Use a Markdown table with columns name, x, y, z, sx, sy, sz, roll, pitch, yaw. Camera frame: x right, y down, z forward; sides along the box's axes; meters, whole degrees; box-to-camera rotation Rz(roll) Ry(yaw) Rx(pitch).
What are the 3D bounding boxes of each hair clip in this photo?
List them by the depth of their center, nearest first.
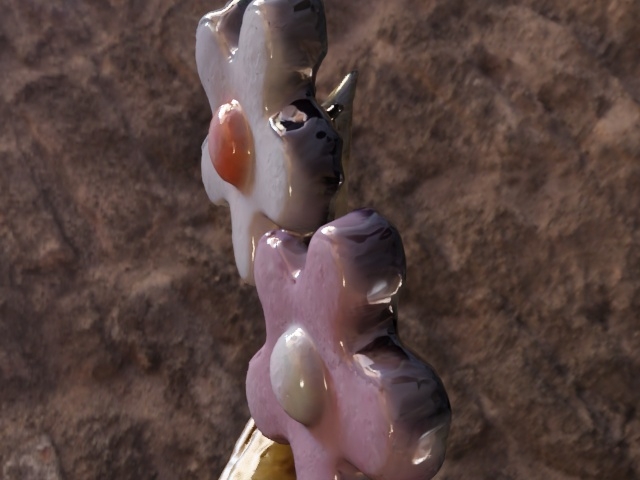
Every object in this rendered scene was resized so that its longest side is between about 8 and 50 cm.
| name | x | y | z | sx | sy | sz | roll | pitch | yaw |
| --- | --- | --- | --- | --- | --- | --- | --- | --- | --- |
| hair clip | -0.007 | 0.000 | 0.448 | 0.075 | 0.146 | 0.257 | 6 | -121 | -27 |

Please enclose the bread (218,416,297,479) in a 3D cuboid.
| name | x | y | z | sx | sy | sz | roll | pitch | yaw |
| --- | --- | --- | --- | --- | --- | --- | --- | --- | --- |
| bread | -0.027 | 0.214 | 0.506 | 0.099 | 0.235 | 0.210 | 17 | -140 | 7 |
